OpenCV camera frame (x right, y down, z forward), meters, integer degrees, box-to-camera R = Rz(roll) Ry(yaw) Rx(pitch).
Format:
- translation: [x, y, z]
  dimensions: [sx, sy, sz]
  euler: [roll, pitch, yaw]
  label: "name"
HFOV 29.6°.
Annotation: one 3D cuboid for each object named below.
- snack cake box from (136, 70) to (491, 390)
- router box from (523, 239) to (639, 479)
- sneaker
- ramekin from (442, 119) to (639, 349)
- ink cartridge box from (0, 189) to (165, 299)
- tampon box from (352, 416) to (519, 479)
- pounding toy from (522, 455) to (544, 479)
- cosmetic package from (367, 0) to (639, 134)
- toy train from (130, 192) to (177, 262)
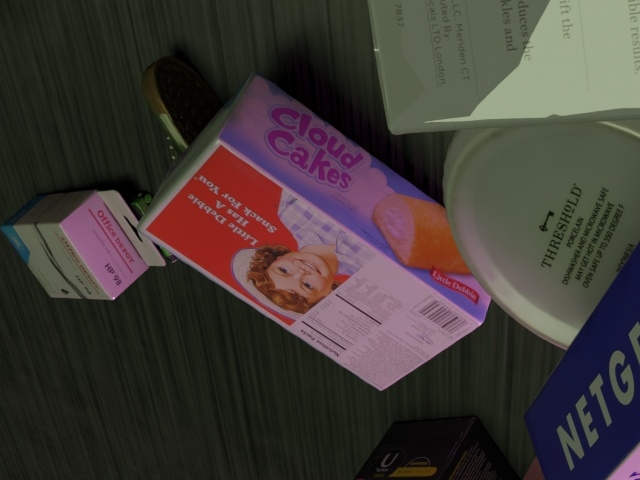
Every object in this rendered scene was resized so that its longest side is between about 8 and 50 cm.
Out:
- translation: [0.000, 0.000, 1.016]
  dimensions: [0.264, 0.089, 0.152]
  euler: [35, 139, -13]
  label: "snack cake box"
- translation: [0.304, 0.044, 0.673]
  dimensions: [0.335, 0.301, 0.082]
  euler: [102, 156, -58]
  label: "router box"
- translation: [-0.113, -0.073, 1.107]
  dimensions: [0.086, 0.064, 0.192]
  euler: [-20, 117, 43]
  label: "sneaker"
- translation: [0.208, -0.032, 0.827]
  dimensions: [0.273, 0.127, 0.273]
  euler: [23, 140, 21]
  label: "ramekin"
- translation: [-0.255, 0.005, 1.293]
  dimensions: [0.180, 0.060, 0.104]
  euler: [-2, 126, 51]
  label: "ink cartridge box"
- translation: [0.130, 0.272, 1.219]
  dimensions: [0.120, 0.101, 0.161]
  euler: [-15, 117, 46]
  label: "tampon box"
- translation: [0.232, 0.276, 1.113]
  dimensions: [0.100, 0.130, 0.141]
  euler: [-14, 118, 47]
  label: "pounding toy"
- translation: [0.231, -0.152, 0.562]
  dimensions: [0.385, 0.217, 0.156]
  euler: [-2, 106, 30]
  label: "cosmetic package"
- translation: [-0.167, -0.012, 1.249]
  dimensions: [0.017, 0.024, 0.083]
  euler: [-9, 121, 45]
  label: "toy train"
